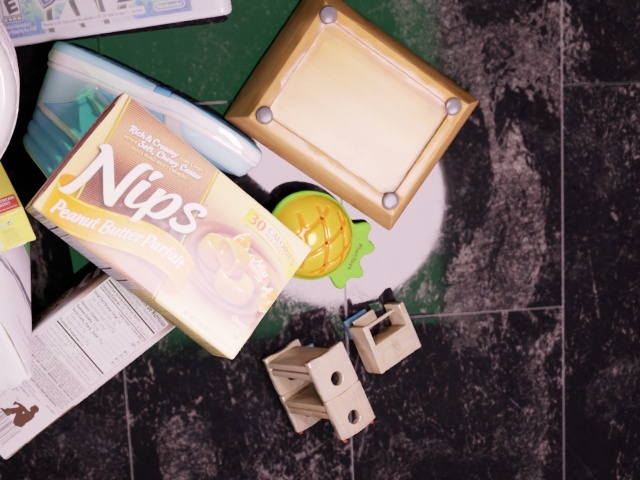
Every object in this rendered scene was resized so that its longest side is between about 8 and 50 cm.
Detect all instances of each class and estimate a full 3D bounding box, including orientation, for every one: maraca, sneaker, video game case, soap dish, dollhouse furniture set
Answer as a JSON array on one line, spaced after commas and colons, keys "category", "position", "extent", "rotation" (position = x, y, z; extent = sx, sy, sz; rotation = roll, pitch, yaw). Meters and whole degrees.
[{"category": "maraca", "position": [0.000, 0.000, 1.505], "extent": [0.185, 0.099, 0.127], "rotation": [25, 93, -34]}, {"category": "sneaker", "position": [-0.256, -0.116, 1.445], "extent": [0.319, 0.127, 0.208], "rotation": [26, 94, 0]}, {"category": "video game case", "position": [-0.293, -0.424, 1.373], "extent": [0.329, 0.036, 0.300], "rotation": [-5, 101, 17]}, {"category": "soap dish", "position": [0.048, -0.182, 1.466], "extent": [0.291, 0.118, 0.229], "rotation": [34, 95, -9]}, {"category": "dollhouse furniture set", "position": [0.042, 0.189, 1.544], "extent": [0.183, 0.129, 0.129], "rotation": [-30, 104, -31]}]

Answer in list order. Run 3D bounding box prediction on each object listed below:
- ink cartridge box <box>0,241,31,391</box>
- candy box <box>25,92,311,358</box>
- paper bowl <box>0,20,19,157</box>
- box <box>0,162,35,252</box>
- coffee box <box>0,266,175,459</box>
[{"category": "ink cartridge box", "position": [-0.491, 0.066, 1.356], "extent": [0.211, 0.289, 0.121], "rotation": [-15, 133, -4]}, {"category": "candy box", "position": [-0.190, -0.014, 1.342], "extent": [0.316, 0.087, 0.183], "rotation": [40, 73, -15]}, {"category": "paper bowl", "position": [-0.492, -0.172, 1.207], "extent": [0.284, 0.148, 0.284], "rotation": [-6, 115, -13]}, {"category": "box", "position": [-0.445, -0.069, 1.357], "extent": [0.087, 0.232, 0.058], "rotation": [-23, 135, -16]}, {"category": "coffee box", "position": [-0.342, 0.143, 1.454], "extent": [0.297, 0.168, 0.119], "rotation": [-38, 101, 0]}]
